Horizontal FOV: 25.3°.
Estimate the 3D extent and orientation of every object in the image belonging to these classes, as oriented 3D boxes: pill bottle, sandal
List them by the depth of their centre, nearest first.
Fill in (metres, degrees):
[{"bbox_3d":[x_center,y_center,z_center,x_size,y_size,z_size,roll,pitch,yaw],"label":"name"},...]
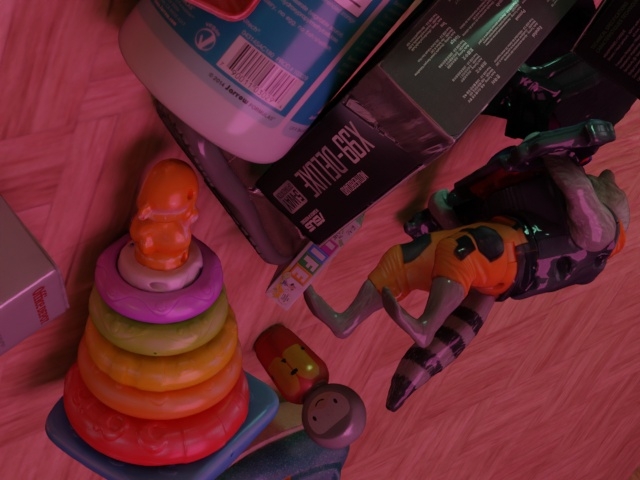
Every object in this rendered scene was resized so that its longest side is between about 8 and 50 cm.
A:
[{"bbox_3d":[-0.006,-0.191,0.963,0.264,0.146,0.146,-49,154,13],"label":"pill bottle"},{"bbox_3d":[0.243,-0.160,1.413,0.167,0.107,0.445,-52,153,18],"label":"sandal"}]

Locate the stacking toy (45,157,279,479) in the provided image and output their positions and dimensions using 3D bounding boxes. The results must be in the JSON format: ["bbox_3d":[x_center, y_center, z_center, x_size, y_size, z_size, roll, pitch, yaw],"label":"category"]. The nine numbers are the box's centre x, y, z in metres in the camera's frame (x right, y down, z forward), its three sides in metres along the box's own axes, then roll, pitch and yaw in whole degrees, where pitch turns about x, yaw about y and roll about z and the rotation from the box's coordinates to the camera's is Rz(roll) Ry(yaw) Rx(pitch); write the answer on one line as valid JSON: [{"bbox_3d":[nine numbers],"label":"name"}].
[{"bbox_3d":[-0.133,0.055,1.188,0.175,0.165,0.302,-41,148,-41],"label":"stacking toy"}]

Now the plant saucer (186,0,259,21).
[{"bbox_3d":[-0.073,-0.275,0.786,0.259,0.048,0.258,19,116,-43],"label":"plant saucer"}]

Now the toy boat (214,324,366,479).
[{"bbox_3d":[-0.050,0.241,1.571,0.267,0.148,0.318,-21,147,-38],"label":"toy boat"}]

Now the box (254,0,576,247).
[{"bbox_3d":[0.105,-0.153,1.068,0.307,0.076,0.242,-49,-175,-28],"label":"box"}]

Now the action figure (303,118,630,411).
[{"bbox_3d":[0.155,0.022,1.382,0.330,0.179,0.341,-24,176,-21],"label":"action figure"}]

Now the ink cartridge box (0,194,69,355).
[{"bbox_3d":[-0.274,0.058,1.018,0.175,0.072,0.127,-36,170,-16],"label":"ink cartridge box"}]

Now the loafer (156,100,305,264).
[{"bbox_3d":[-0.049,-0.060,1.165,0.087,0.094,0.251,-37,154,-3],"label":"loafer"}]

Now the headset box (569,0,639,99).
[{"bbox_3d":[0.322,-0.237,0.978,0.246,0.131,0.283,-56,177,41],"label":"headset box"}]

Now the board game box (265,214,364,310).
[{"bbox_3d":[0.000,0.000,1.323,0.103,0.026,0.154,-48,-175,14],"label":"board game box"}]
